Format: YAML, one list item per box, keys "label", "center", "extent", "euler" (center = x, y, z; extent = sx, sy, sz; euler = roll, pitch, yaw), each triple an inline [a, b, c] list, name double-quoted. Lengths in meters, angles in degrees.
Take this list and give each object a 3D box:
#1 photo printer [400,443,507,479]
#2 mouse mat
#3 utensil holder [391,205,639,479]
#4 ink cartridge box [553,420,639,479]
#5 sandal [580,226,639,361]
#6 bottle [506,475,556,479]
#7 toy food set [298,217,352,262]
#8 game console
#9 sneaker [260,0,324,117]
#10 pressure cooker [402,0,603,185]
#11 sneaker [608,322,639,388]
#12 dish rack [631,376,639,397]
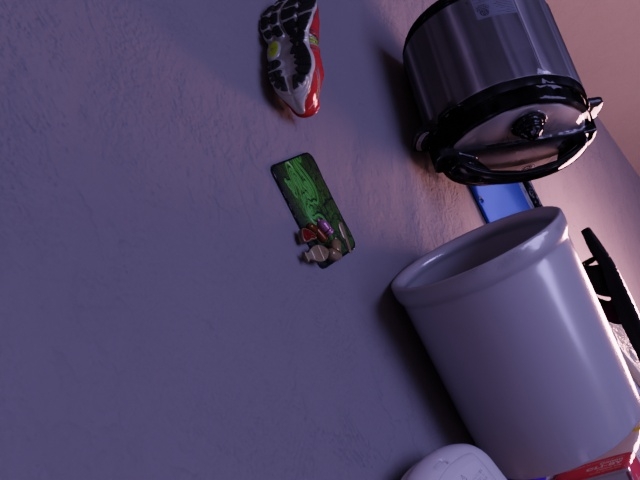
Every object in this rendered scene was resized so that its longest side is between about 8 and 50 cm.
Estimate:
- label: "photo printer"
  center: [0.239, 0.461, 1.324]
  extent: [0.307, 0.107, 0.256]
  euler: [52, 31, 11]
- label: "mouse mat"
  center: [-0.008, -0.054, 1.486]
  extent: [0.190, 0.007, 0.152]
  euler: [62, 29, -2]
- label: "utensil holder"
  center: [0.354, 0.181, 1.578]
  extent: [0.386, 0.327, 0.327]
  euler: [64, 29, -6]
- label: "ink cartridge box"
  center: [0.597, 0.515, 1.685]
  extent: [0.384, 0.160, 0.279]
  euler: [-15, 79, -64]
- label: "sandal"
  center: [0.637, 0.118, 1.994]
  extent: [0.168, 0.107, 0.446]
  euler: [54, 19, -27]
- label: "bottle"
  center: [0.446, 0.519, 1.697]
  extent: [0.283, 0.092, 0.118]
  euler: [53, 34, -20]
- label: "toy food set"
  center: [0.000, 0.000, 1.434]
  extent: [0.122, 0.019, 0.078]
  euler: [-3, 70, -51]
- label: "game console"
  center: [0.442, -0.154, 2.290]
  extent: [0.250, 0.173, 0.293]
  euler: [138, -73, -88]
- label: "sneaker"
  center: [-0.043, -0.332, 1.584]
  extent: [0.118, 0.107, 0.279]
  euler: [59, 26, -50]
- label: "pressure cooker"
  center: [0.395, -0.316, 1.986]
  extent: [0.375, 0.369, 0.421]
  euler: [18, 49, -49]
- label: "sneaker"
  center: [0.647, 0.250, 2.116]
  extent: [0.350, 0.148, 0.131]
  euler: [45, 35, 9]
- label: "dish rack"
  center: [0.614, 0.406, 1.973]
  extent: [0.285, 0.072, 0.333]
  euler: [-40, 96, -33]
